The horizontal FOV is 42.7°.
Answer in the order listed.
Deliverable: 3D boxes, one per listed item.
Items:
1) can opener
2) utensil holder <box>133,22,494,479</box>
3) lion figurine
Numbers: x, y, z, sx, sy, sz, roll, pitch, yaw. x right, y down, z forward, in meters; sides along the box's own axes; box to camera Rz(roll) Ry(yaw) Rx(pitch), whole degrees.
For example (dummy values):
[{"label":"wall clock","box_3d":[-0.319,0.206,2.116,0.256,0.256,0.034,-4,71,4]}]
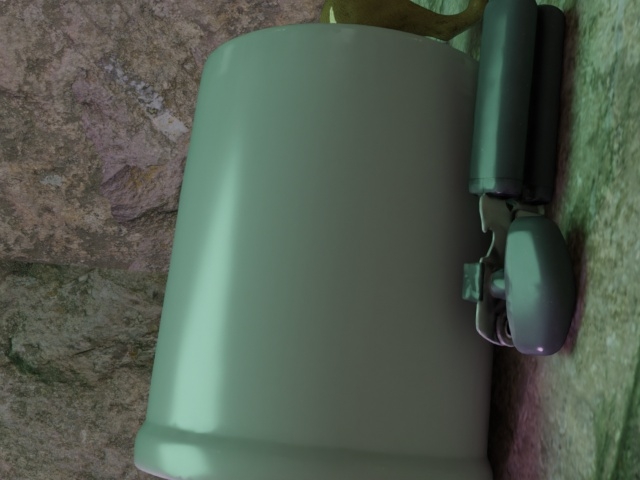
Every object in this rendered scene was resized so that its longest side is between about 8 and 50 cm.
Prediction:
[{"label":"can opener","box_3d":[0.170,-0.054,0.640,0.095,0.076,0.284,2,85,52]},{"label":"utensil holder","box_3d":[0.009,0.034,0.790,0.327,0.327,0.386,123,153,-78]},{"label":"lion figurine","box_3d":[0.062,-0.316,0.965,0.142,0.240,0.392,105,167,-60]}]
